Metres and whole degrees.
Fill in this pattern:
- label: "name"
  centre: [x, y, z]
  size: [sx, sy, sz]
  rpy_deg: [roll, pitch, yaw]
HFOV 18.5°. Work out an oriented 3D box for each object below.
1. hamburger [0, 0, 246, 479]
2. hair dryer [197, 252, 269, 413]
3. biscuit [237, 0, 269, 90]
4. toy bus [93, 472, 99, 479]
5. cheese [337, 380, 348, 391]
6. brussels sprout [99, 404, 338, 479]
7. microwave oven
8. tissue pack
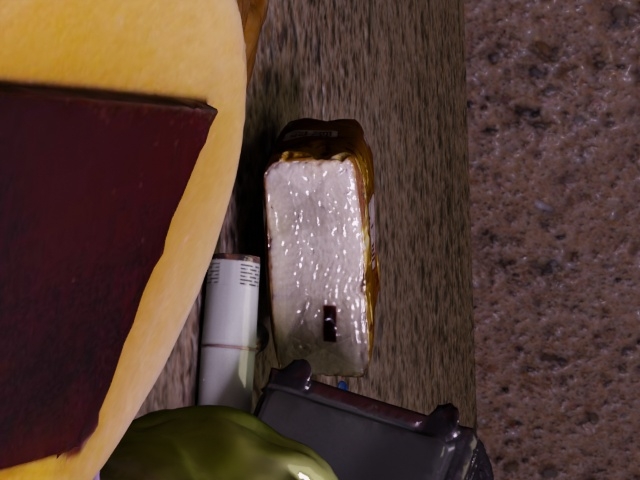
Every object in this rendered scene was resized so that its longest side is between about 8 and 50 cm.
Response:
- label: "hamburger"
  centre: [-0.152, -0.016, 0.614]
  size: [0.302, 0.170, 0.302]
  rpy_deg: [-49, 152, -37]
- label: "hair dryer"
  centre: [-0.060, 0.098, 1.531]
  size: [0.183, 0.044, 0.155]
  rpy_deg: [51, 44, -78]
- label: "biscuit"
  centre: [-0.079, -0.093, 1.094]
  size: [0.350, 0.070, 0.394]
  rpy_deg: [102, 1, -61]
- label: "toy bus"
  centre: [-0.143, 0.089, 0.798]
  size: [0.090, 0.112, 0.274]
  rpy_deg: [81, 5, -45]
- label: "cheese"
  centre: [0.003, 0.258, 1.788]
  size: [0.177, 0.069, 0.270]
  rpy_deg: [77, 18, -51]
- label: "brussels sprout"
  centre: [-0.069, 0.236, 0.909]
  size: [0.274, 0.242, 0.316]
  rpy_deg: [-62, -144, 21]
- label: "microwave oven"
  centre: [0.014, 0.243, 1.412]
  size: [0.178, 0.188, 0.247]
  rpy_deg: [70, 40, -62]
- label: "tissue pack"
  centre: [0.000, 0.000, 1.619]
  size: [0.226, 0.092, 0.183]
  rpy_deg: [-68, 156, -78]
